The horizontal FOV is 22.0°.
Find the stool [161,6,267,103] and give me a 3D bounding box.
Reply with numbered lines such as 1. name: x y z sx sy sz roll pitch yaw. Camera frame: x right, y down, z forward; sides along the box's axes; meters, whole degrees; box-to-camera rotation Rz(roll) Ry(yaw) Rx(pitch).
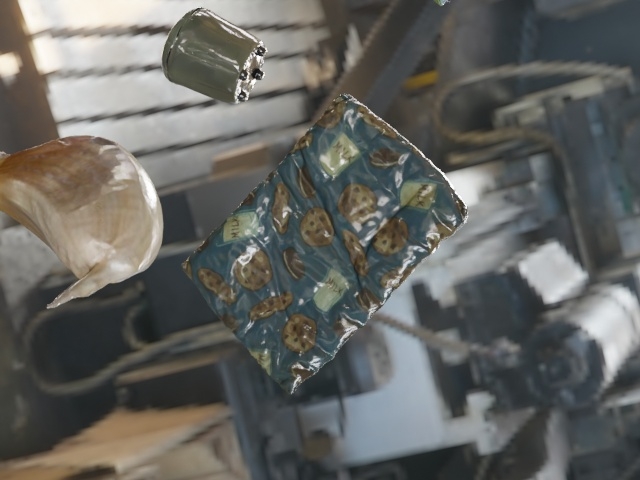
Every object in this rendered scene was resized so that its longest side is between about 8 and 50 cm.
1. stool: -0.122 -0.212 1.913 0.096 0.110 0.096 -59 166 -25

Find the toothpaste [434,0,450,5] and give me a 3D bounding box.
1. toothpaste: 0.077 -0.282 1.365 0.070 0.044 0.193 44 -11 32

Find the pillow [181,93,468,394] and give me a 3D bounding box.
1. pillow: 0.002 0.000 1.595 0.189 0.255 0.034 46 4 25

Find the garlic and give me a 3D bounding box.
1. garlic: -0.185 -0.012 1.281 0.198 0.128 0.090 51 -34 45
